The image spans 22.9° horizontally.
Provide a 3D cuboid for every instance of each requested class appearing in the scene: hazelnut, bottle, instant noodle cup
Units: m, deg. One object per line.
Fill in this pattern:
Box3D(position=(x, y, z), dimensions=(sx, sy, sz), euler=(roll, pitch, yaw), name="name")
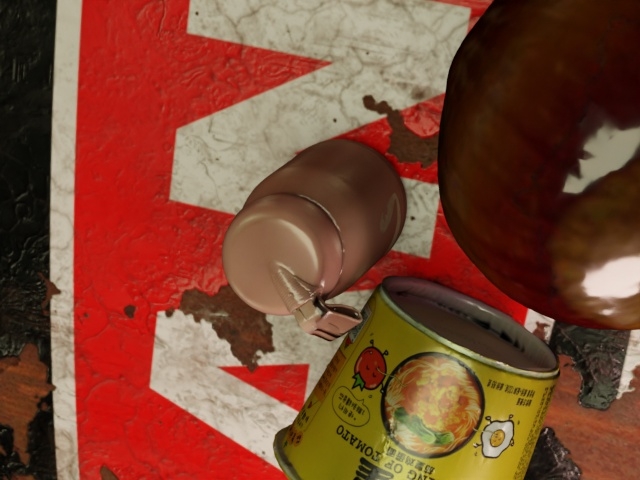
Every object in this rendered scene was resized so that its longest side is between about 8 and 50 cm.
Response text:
Box3D(position=(0.308, -0.115, 1.744), dimensions=(0.402, 0.402, 0.429), euler=(31, 118, 6), name="hazelnut")
Box3D(position=(0.000, 0.000, 1.918), dimensions=(0.173, 0.297, 0.206), euler=(-35, 92, 23), name="bottle")
Box3D(position=(0.135, 0.211, 1.954), dimensions=(0.326, 0.325, 0.254), euler=(27, 104, 8), name="instant noodle cup")
